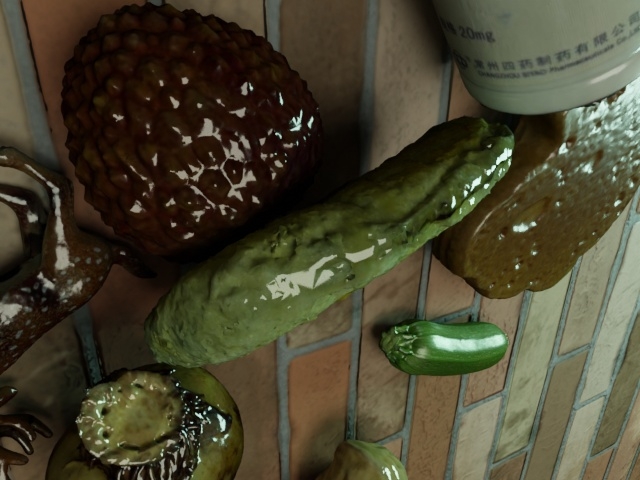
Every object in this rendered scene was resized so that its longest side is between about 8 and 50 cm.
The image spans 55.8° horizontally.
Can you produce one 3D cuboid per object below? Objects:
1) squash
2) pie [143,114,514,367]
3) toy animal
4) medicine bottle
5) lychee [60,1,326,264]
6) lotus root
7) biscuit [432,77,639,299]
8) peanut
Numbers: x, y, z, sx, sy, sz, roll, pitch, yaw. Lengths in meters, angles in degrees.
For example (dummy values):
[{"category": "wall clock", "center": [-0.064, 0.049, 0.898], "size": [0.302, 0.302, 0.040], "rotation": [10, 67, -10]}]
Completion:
[{"category": "squash", "center": [0.163, 0.139, 0.789], "size": [0.219, 0.068, 0.077], "rotation": [9, 126, -36]}, {"category": "pie", "center": [0.000, 0.000, 0.493], "size": [0.323, 0.323, 0.070], "rotation": [-33, 93, -13]}, {"category": "toy animal", "center": [-0.252, 0.079, 0.480], "size": [0.244, 0.087, 0.260], "rotation": [-36, 126, -9]}, {"category": "medicine bottle", "center": [0.155, -0.281, 0.464], "size": [0.190, 0.190, 0.332], "rotation": [-41, 130, -6]}, {"category": "lychee", "center": [-0.095, -0.080, 0.439], "size": [0.188, 0.188, 0.188], "rotation": [-15, 123, -25]}, {"category": "lotus root", "center": [-0.151, 0.202, 0.539], "size": [0.169, 0.141, 0.314], "rotation": [-45, 170, -32]}, {"category": "biscuit", "center": [0.277, -0.065, 0.706], "size": [0.381, 0.074, 0.358], "rotation": [-17, 133, -32]}, {"category": "peanut", "center": [0.061, 0.382, 0.809], "size": [0.140, 0.153, 0.325], "rotation": [-27, 134, -23]}]
